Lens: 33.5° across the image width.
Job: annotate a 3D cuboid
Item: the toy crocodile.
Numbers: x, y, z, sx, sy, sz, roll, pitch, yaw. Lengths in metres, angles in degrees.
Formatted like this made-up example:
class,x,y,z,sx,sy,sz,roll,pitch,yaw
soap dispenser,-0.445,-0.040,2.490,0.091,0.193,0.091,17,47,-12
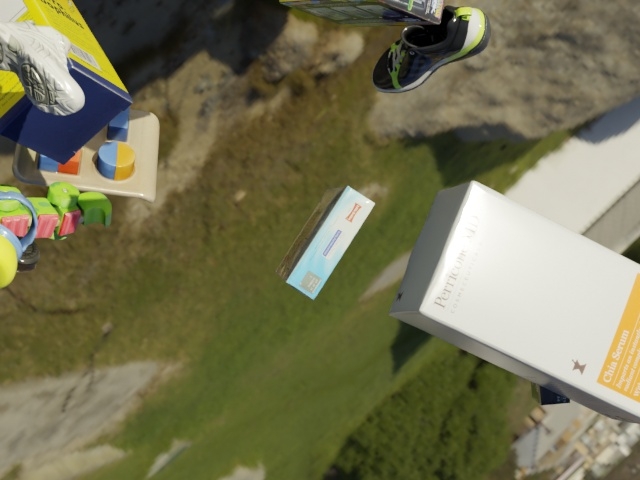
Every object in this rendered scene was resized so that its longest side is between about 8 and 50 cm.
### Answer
class,x,y,z,sx,sy,sz,roll,pitch,yaw
toy crocodile,-0.597,-0.047,2.217,0.340,0.105,0.115,-7,131,-42

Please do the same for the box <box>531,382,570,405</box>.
class,x,y,z,sx,sy,sz,roll,pitch,yaw
box,0.399,0.249,1.857,0.052,0.062,0.083,-5,-179,0

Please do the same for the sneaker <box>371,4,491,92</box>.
class,x,y,z,sx,sy,sz,roll,pitch,yaw
sneaker,0.143,-0.293,1.571,0.097,0.084,0.234,12,155,-39

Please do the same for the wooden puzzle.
class,x,y,z,sx,sy,sz,roll,pitch,yaw
wooden puzzle,-0.570,-0.251,2.646,0.322,0.347,0.080,-95,-157,-44

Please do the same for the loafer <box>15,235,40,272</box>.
class,x,y,z,sx,sy,sz,roll,pitch,yaw
loafer,-0.598,0.029,1.992,0.080,0.220,0.078,-9,109,-45

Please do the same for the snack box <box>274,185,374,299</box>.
class,x,y,z,sx,sy,sz,roll,pitch,yaw
snack box,0.000,0.000,1.854,0.187,0.060,0.322,-57,-174,-2

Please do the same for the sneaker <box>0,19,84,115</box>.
class,x,y,z,sx,sy,sz,roll,pitch,yaw
sneaker,-0.428,-0.286,1.671,0.115,0.232,0.090,-28,150,-37

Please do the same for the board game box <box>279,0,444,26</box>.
class,x,y,z,sx,sy,sz,roll,pitch,yaw
board game box,0.054,-0.321,1.402,0.141,0.170,0.048,7,92,-47

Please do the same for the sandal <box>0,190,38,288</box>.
class,x,y,z,sx,sy,sz,roll,pitch,yaw
sandal,-0.524,-0.006,1.545,0.138,0.317,0.126,-56,137,-38

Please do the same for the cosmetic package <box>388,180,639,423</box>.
class,x,y,z,sx,sy,sz,roll,pitch,yaw
cosmetic package,0.368,0.107,1.713,0.230,0.453,0.161,-67,-169,-10

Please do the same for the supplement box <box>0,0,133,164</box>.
class,x,y,z,sx,sy,sz,roll,pitch,yaw
supplement box,-0.553,-0.357,2.049,0.194,0.357,0.195,-39,153,12
